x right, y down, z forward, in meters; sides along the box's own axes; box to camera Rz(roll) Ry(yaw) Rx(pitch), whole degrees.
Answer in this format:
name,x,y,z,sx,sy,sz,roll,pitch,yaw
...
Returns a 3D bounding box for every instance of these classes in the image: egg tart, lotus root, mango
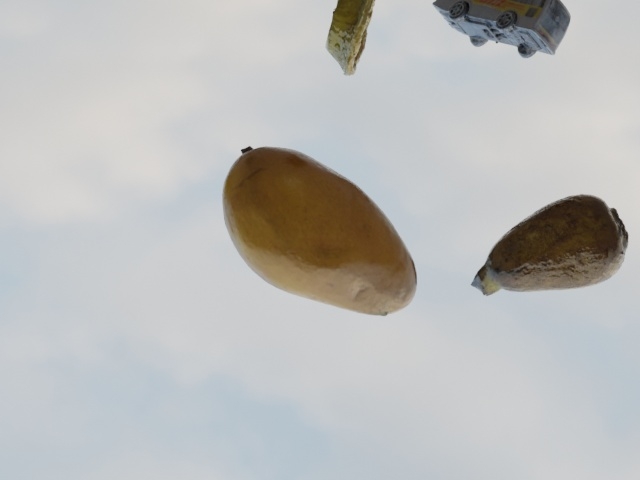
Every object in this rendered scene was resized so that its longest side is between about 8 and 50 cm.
name,x,y,z,sx,sy,sz,roll,pitch,yaw
egg tart,0.030,-0.218,1.795,0.039,0.105,0.105,16,-147,1
lotus root,0.264,0.015,2.067,0.190,0.094,0.108,-20,-109,1
mango,0.000,0.000,1.750,0.227,0.109,0.147,37,-140,-15

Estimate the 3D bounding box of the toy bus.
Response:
name,x,y,z,sx,sy,sz,roll,pitch,yaw
toy bus,0.222,-0.276,2.178,0.190,0.064,0.075,20,-108,49
